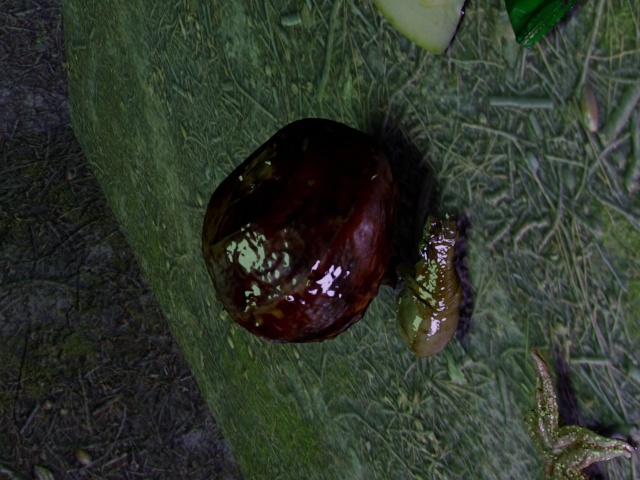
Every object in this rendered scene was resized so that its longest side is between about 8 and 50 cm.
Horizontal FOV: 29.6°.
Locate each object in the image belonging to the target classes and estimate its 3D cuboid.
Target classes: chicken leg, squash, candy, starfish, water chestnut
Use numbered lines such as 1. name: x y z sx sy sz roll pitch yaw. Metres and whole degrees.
1. chicken leg: 0.149 0.053 1.651 0.103 0.088 0.227 -102 11 -63
2. squash: 0.126 -0.387 1.504 0.204 0.155 0.237 29 143 9
3. candy: 0.203 -0.317 1.281 0.203 0.078 0.141 58 167 10
4. starfish: 0.304 0.281 1.464 0.231 0.048 0.295 39 140 56
5. water chestnut: 0.000 0.000 1.738 0.350 0.302 0.350 -42 29 30
